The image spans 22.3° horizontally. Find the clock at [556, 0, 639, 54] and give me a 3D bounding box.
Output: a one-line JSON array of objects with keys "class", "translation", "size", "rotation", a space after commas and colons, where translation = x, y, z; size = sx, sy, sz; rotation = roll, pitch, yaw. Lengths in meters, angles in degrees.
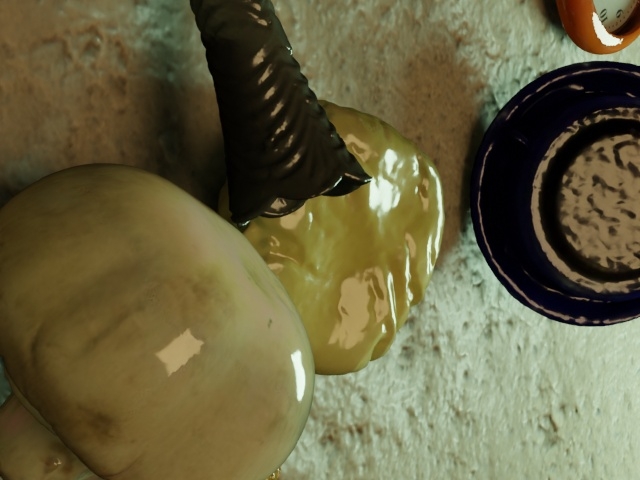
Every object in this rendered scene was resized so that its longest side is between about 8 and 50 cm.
[{"class": "clock", "translation": [0.302, -0.297, 1.695], "size": [0.205, 0.051, 0.205], "rotation": [-17, 112, -49]}]

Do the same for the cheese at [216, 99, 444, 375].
[{"class": "cheese", "translation": [0.000, 0.000, 1.342], "size": [0.226, 0.117, 0.214], "rotation": [34, 75, -44]}]

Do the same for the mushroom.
[{"class": "mushroom", "translation": [-0.141, 0.082, 1.129], "size": [0.260, 0.234, 0.254], "rotation": [51, 14, 0]}]

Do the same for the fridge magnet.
[{"class": "fridge magnet", "translation": [0.277, -0.045, 1.599], "size": [0.265, 0.112, 0.265], "rotation": [-1, 97, -11]}]

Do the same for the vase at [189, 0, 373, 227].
[{"class": "vase", "translation": [-0.052, -0.137, 1.195], "size": [0.115, 0.115, 0.237], "rotation": [-16, 86, -49]}]

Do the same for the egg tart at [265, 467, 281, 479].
[{"class": "egg tart", "translation": [-0.078, 0.174, 1.322], "size": [0.130, 0.052, 0.130], "rotation": [-11, 105, -49]}]
